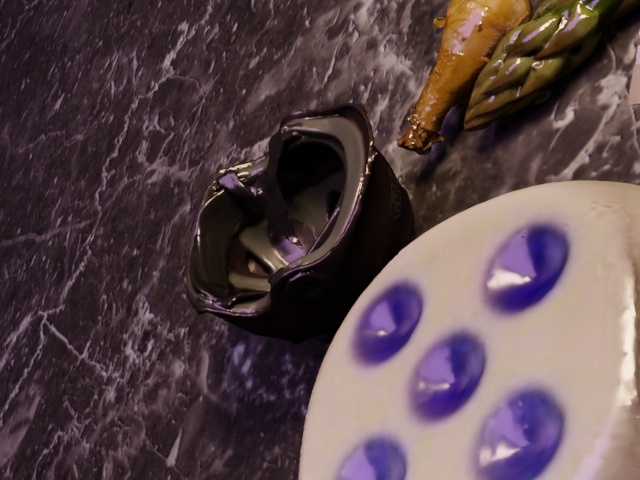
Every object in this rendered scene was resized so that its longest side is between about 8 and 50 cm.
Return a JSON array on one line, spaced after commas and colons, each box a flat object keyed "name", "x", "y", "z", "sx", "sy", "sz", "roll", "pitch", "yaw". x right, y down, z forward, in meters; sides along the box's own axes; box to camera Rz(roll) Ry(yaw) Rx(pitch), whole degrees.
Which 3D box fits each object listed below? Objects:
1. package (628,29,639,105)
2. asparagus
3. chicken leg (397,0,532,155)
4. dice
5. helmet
[{"name": "package", "x": 0.396, "y": -0.211, "z": 1.037, "sx": 0.251, "sy": 0.062, "sz": 0.203, "roll": 1, "pitch": 71, "yaw": 39}, {"name": "asparagus", "x": 0.241, "y": -0.210, "z": 1.215, "sx": 0.287, "sy": 0.080, "sz": 0.080, "roll": -47, "pitch": 40, "yaw": 27}, {"name": "chicken leg", "x": 0.146, "y": -0.186, "z": 1.312, "sx": 0.207, "sy": 0.085, "sz": 0.101, "roll": -59, "pitch": 29, "yaw": 13}, {"name": "dice", "x": 0.173, "y": 0.158, "z": 0.896, "sx": 0.304, "sy": 0.277, "sz": 0.304, "roll": -23, "pitch": 43, "yaw": 37}, {"name": "helmet", "x": 0.000, "y": 0.000, "z": 1.324, "sx": 0.305, "sy": 0.177, "sz": 0.225, "roll": -25, "pitch": 44, "yaw": 36}]
